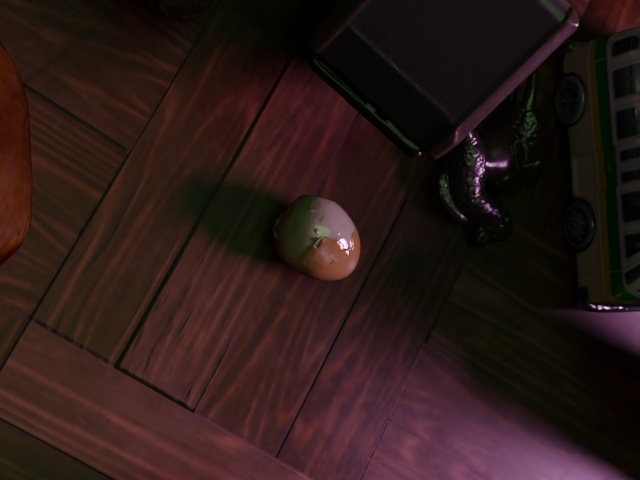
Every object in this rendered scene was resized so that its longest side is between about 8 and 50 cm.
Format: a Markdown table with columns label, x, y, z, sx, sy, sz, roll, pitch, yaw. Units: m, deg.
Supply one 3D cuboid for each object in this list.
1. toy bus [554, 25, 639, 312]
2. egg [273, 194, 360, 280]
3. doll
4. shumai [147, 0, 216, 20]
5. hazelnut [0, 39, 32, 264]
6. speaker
| label | x | y | z | sx | sy | sz | roll | pitch | yaw |
| --- | --- | --- | --- | --- | --- | --- | --- | --- | --- |
| toy bus | 0.331 | -0.071 | 1.134 | 0.133 | 0.165 | 0.276 | -2 | 85 | -23 |
| egg | 0.000 | 0.000 | 1.033 | 0.083 | 0.071 | 0.071 | 36 | 72 | -20 |
| doll | 0.167 | -0.081 | 1.124 | 0.139 | 0.057 | 0.165 | -20 | 102 | -26 |
| shumai | -0.152 | -0.297 | 0.969 | 0.175 | 0.166 | 0.206 | 12 | 78 | 1 |
| hazelnut | -0.318 | -0.074 | 0.842 | 0.229 | 0.229 | 0.229 | 3 | 84 | -23 |
| speaker | 0.097 | -0.203 | 0.987 | 0.153 | 0.231 | 0.192 | 41 | 109 | -15 |
